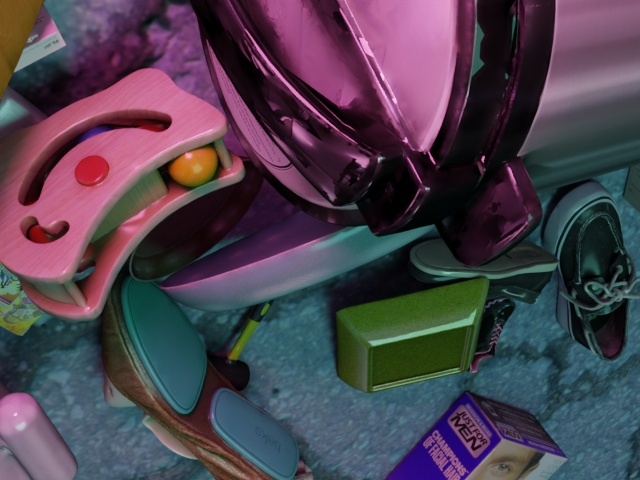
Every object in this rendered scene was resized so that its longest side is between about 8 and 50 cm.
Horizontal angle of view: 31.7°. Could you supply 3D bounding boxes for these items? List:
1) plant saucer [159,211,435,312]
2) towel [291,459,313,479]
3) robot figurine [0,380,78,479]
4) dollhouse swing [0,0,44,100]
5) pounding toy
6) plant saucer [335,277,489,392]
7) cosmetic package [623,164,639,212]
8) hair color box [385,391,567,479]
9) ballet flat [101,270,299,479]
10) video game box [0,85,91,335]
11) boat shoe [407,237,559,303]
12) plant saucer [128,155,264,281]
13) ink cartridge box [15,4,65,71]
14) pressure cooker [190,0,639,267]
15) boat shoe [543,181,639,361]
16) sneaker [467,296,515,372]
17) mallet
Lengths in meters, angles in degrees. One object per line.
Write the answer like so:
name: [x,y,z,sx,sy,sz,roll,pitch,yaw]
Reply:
plant saucer: [0.000,0.000,1.079,0.317,0.317,0.044,-23,97,-15]
towel: [-0.140,0.400,1.522,0.282,0.049,0.187,-14,133,-22]
robot figurine: [-0.380,0.195,1.050,0.299,0.200,0.353,-8,140,11]
dollhouse swing: [-0.374,-0.181,0.669,0.304,0.347,0.315,14,159,4]
pounding toy: [-0.200,-0.045,0.898,0.269,0.154,0.155,-28,148,-7]
plant saucer: [0.116,0.128,1.381,0.188,0.045,0.188,-12,148,-6]
cosmetic package: [0.433,-0.087,1.451,0.041,0.060,0.115,-20,138,-19]
hair color box: [0.189,0.396,1.698,0.185,0.110,0.339,23,111,-44]
ballet flat: [-0.159,0.171,1.238,0.124,0.116,0.342,-18,131,29]
video game box: [-0.284,-0.023,1.029,0.187,0.048,0.205,-44,139,3]
boat shoe: [0.198,0.045,1.394,0.233,0.084,0.079,3,122,-38]
plant saucer: [-0.127,-0.027,1.107,0.168,0.029,0.168,-40,163,-14]
ink cartridge box: [-0.237,-0.167,0.900,0.048,0.083,0.028,-30,138,-7]
pressure cooker: [0.091,-0.206,0.858,0.420,0.370,0.376,-16,120,-33]
boat shoe: [0.370,0.054,1.503,0.113,0.105,0.306,-25,138,-14]
sneaker: [0.225,0.130,1.512,0.047,0.057,0.119,26,109,-44]
mallet: [-0.072,0.098,1.299,0.062,0.039,0.190,24,108,-44]
